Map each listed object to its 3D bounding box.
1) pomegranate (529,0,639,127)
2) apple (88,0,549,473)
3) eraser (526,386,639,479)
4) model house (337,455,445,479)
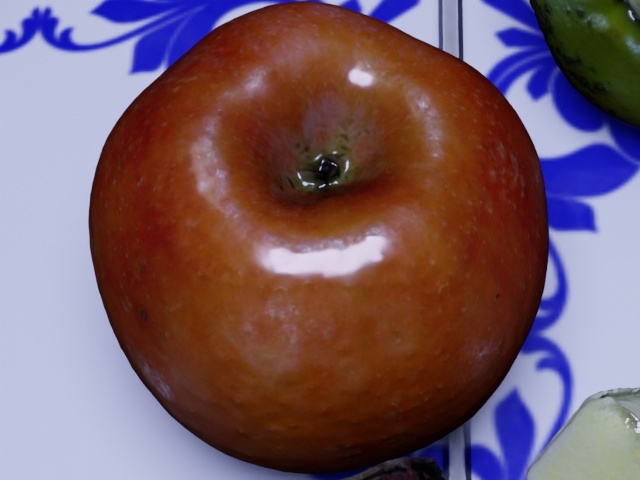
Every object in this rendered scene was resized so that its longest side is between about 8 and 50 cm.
[{"bbox_3d":[0.237,-0.174,0.742,0.276,0.204,0.222,-40,83,-12],"label":"pomegranate"},{"bbox_3d":[0.000,0.000,0.684,0.218,0.201,0.218,1,62,-2],"label":"apple"},{"bbox_3d":[0.169,0.117,0.616,0.117,0.172,0.058,43,107,24],"label":"eraser"},{"bbox_3d":[0.033,0.245,0.506,0.297,0.317,0.282,-41,61,-1],"label":"model house"}]
